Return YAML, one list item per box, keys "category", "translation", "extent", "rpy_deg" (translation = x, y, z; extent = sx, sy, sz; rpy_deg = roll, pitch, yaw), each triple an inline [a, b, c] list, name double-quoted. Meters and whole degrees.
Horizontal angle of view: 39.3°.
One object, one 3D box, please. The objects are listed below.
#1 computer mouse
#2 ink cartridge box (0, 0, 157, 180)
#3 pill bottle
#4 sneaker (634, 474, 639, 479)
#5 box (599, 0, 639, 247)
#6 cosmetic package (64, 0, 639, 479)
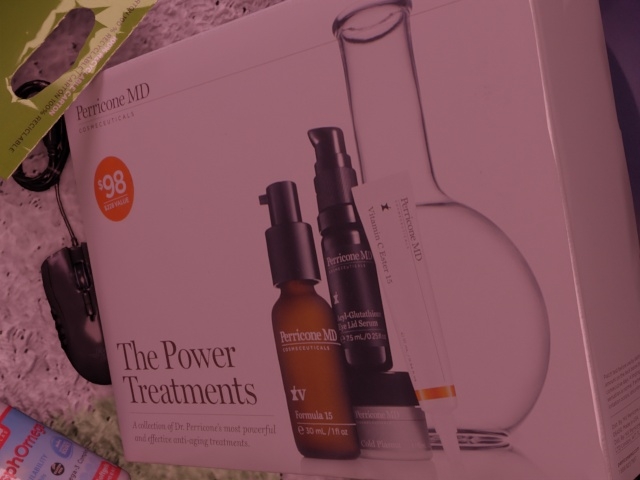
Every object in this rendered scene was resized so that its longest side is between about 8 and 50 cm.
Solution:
- category: "computer mouse"
  translation: [-0.190, -0.006, 0.686]
  extent: [0.071, 0.041, 0.242]
  rpy_deg: [-18, 93, -9]
- category: "ink cartridge box"
  translation: [-0.260, -0.194, 0.603]
  extent: [0.255, 0.097, 0.189]
  rpy_deg: [37, 84, 14]
- category: "pill bottle"
  translation: [-0.228, 0.172, 0.655]
  extent: [0.160, 0.087, 0.087]
  rpy_deg: [32, 84, -9]
- category: "sneaker"
  translation: [0.251, 0.110, 0.732]
  extent: [0.131, 0.112, 0.319]
  rpy_deg: [-29, 94, -12]
- category: "box"
  translation: [0.160, -0.100, 0.605]
  extent: [0.182, 0.296, 0.294]
  rpy_deg: [-17, 94, -53]
- category: "cosmetic package"
  translation: [0.000, 0.000, 0.570]
  extent: [0.097, 0.377, 0.285]
  rpy_deg: [-9, 90, -51]
